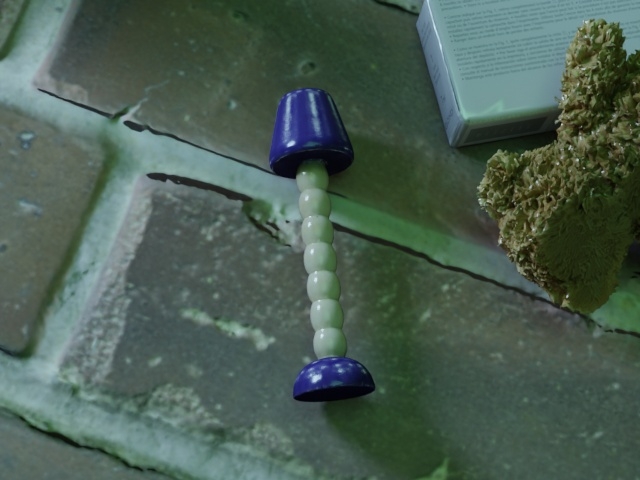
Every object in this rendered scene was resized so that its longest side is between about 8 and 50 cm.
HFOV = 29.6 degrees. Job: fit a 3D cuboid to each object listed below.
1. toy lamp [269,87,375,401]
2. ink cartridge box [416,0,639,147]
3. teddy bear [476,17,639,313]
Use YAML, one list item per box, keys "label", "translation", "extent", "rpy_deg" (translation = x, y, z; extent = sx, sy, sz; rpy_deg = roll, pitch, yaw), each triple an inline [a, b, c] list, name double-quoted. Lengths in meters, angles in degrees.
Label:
- label: "toy lamp"
  translation: [0.000, 0.000, 1.061]
  extent: [0.080, 0.080, 0.274]
  rpy_deg: [-4, 74, -7]
- label: "ink cartridge box"
  translation: [0.239, -0.241, 1.172]
  extent: [0.296, 0.066, 0.261]
  rpy_deg: [-10, 73, -9]
- label: "teddy bear"
  translation: [0.289, -0.086, 1.080]
  extent: [0.245, 0.113, 0.338]
  rpy_deg: [35, 87, -23]
